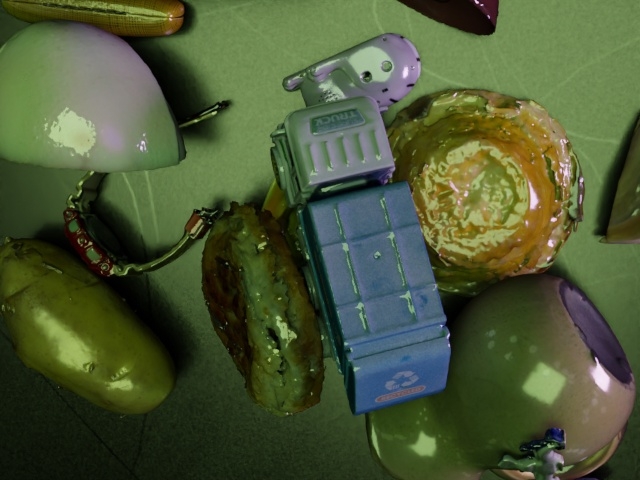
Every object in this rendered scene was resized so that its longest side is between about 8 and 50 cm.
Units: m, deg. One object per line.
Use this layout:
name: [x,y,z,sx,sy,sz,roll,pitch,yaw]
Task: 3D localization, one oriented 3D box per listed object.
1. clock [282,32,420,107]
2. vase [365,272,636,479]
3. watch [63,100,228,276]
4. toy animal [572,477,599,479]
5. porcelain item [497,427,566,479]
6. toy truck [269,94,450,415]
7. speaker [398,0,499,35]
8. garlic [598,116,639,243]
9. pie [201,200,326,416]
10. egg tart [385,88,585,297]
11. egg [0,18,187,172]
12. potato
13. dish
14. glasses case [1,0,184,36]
clock: [0.051,-0.189,1.324,0.176,0.080,0.117,-23,97,10]
vase: [0.257,0.220,1.327,0.302,0.240,0.329,-37,121,22]
watch: [-0.212,-0.059,1.367,0.268,0.102,0.164,-28,86,7]
toy animal: [0.346,0.470,1.360,0.122,0.185,0.298,10,101,5]
porcelain item: [0.244,0.260,1.196,0.075,0.021,0.136,-1,137,8]
toy truck: [0.048,0.012,1.206,0.146,0.175,0.367,-15,82,-10]
speaker: [0.236,-0.403,1.224,0.259,0.198,0.329,35,93,12]
garlic: [0.434,-0.075,1.309,0.101,0.087,0.195,18,104,15]
pie: [-0.077,0.097,1.284,0.086,0.308,0.308,-15,99,-18]
egg tart: [0.192,-0.056,1.318,0.295,0.116,0.294,1,98,6]
egg: [-0.305,-0.187,1.266,0.271,0.206,0.161,17,113,32]
potato: [-0.323,0.117,1.367,0.300,0.173,0.140,44,108,-1]
dish: [0.000,0.000,1.358,0.149,0.080,0.207,-22,97,17]
glasses case: [-0.294,-0.302,1.337,0.234,0.079,0.064,7,108,4]
